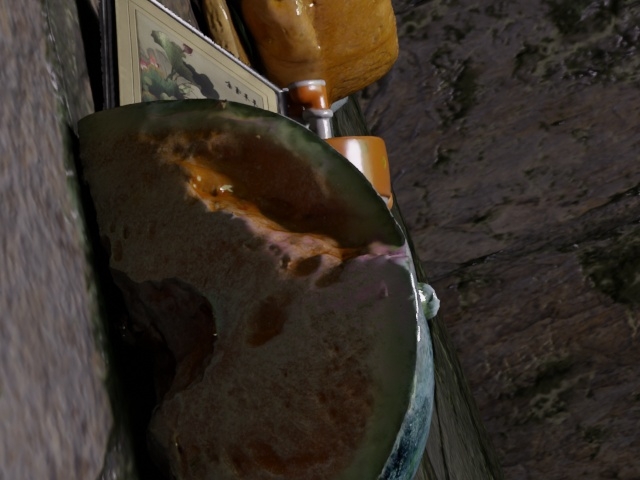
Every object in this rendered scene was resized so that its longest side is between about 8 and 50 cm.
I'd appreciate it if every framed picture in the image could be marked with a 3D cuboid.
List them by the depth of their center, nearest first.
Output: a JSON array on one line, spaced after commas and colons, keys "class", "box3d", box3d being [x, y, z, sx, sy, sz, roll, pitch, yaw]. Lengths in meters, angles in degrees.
[{"class": "framed picture", "box3d": [-0.078, -0.079, 1.286, 0.195, 0.010, 0.199, 33, 36, -39]}]

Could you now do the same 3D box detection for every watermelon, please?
[{"class": "watermelon", "box3d": [-0.010, 0.064, 1.089, 0.188, 0.175, 0.322, 56, 16, -60]}]

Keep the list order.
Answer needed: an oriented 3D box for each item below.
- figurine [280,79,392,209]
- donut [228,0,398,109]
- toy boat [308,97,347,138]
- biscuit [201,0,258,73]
[{"class": "figurine", "box3d": [0.007, -0.004, 1.636, 0.143, 0.143, 0.271, -51, 119, -82]}, {"class": "donut", "box3d": [-0.027, -0.275, 1.944, 0.317, 0.150, 0.299, -129, -163, -80]}, {"class": "toy boat", "box3d": [-0.013, -0.202, 2.198, 0.319, 0.092, 0.141, -100, 174, -57]}, {"class": "biscuit", "box3d": [-0.072, -0.128, 1.782, 0.153, 0.030, 0.234, 60, 12, -55]}]
